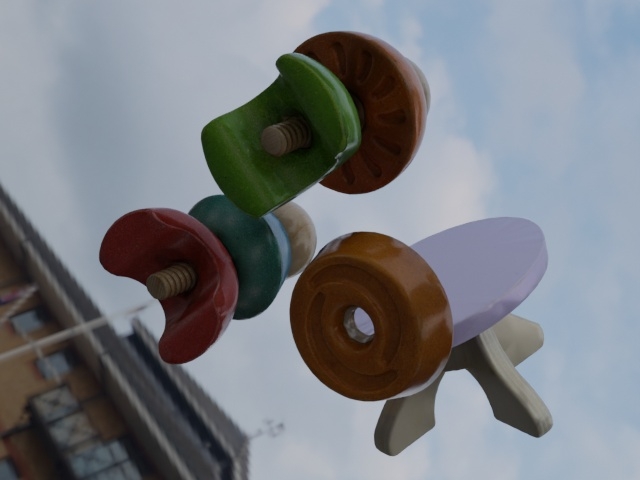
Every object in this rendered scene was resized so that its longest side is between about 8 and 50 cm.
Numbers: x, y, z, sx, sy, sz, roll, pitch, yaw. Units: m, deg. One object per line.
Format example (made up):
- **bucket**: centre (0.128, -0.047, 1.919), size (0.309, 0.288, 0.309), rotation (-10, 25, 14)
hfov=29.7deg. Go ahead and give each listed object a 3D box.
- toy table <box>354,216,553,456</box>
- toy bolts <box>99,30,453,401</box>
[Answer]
- **toy table**: centre (0.150, 0.108, 1.339), size (0.252, 0.274, 0.161), rotation (35, -34, 57)
- **toy bolts**: centre (0.000, 0.000, 0.775), size (0.228, 0.158, 0.218), rotation (-32, -95, 37)
